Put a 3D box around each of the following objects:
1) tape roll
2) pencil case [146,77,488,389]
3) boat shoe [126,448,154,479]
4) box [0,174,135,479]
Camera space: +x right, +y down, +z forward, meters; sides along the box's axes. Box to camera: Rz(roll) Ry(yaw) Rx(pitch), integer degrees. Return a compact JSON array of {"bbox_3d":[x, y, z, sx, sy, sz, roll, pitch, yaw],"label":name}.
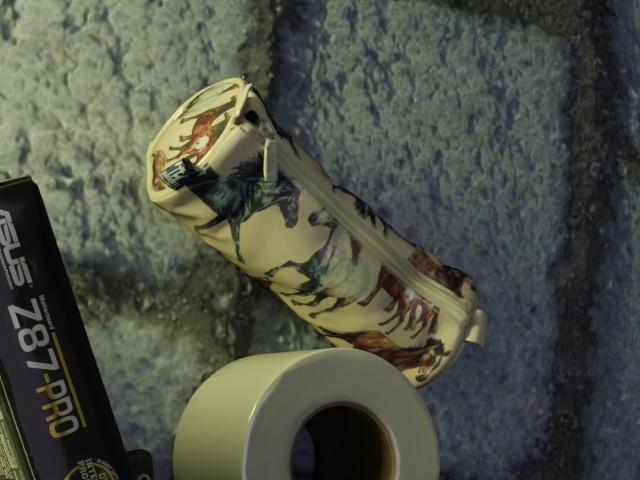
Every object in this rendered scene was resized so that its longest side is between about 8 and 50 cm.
[{"bbox_3d":[-0.017,0.240,1.441,0.246,0.169,0.246,4,83,-30],"label":"tape roll"},{"bbox_3d":[0.000,0.000,1.475,0.410,0.183,0.160,40,65,-21],"label":"pencil case"},{"bbox_3d":[-0.164,0.373,1.362,0.113,0.127,0.340,-20,84,-19],"label":"boat shoe"},{"bbox_3d":[-0.284,0.160,1.206,0.097,0.318,0.394,-20,93,-32],"label":"box"}]
